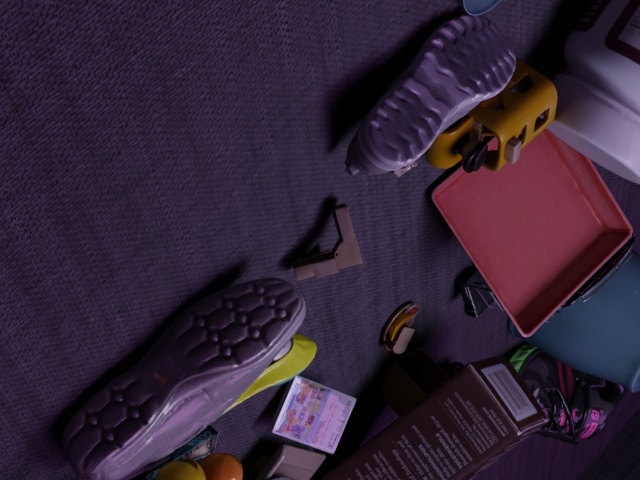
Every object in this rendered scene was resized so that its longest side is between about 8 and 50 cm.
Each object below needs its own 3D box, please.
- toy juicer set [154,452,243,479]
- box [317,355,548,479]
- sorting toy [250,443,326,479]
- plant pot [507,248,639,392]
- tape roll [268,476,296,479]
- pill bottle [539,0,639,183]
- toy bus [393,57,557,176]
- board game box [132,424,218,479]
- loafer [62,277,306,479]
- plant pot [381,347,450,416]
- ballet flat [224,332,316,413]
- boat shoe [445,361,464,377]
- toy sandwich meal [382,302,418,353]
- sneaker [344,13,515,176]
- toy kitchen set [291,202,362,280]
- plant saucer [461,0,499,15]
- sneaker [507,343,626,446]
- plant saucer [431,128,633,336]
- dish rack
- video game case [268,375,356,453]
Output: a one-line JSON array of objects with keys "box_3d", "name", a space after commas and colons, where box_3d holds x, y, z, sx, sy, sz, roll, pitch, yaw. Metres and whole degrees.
[{"box_3d": [-0.218, 0.330, 1.463, 0.329, 0.089, 0.209, -11, 159, -44], "name": "toy juicer set"}, {"box_3d": [0.157, 0.350, 2.032, 0.381, 0.143, 0.191, -39, 165, 19], "name": "box"}, {"box_3d": [-0.084, 0.373, 1.906, 0.347, 0.047, 0.196, -53, 158, 1], "name": "sorting toy"}, {"box_3d": [0.532, 0.138, 2.379, 0.272, 0.255, 0.271, -39, 152, -26], "name": "plant pot"}, {"box_3d": [-0.141, 0.510, 1.840, 0.392, 0.072, 0.392, -42, 156, -23], "name": "tape roll"}, {"box_3d": [0.477, -0.287, 1.761, 0.392, 0.224, 0.224, -56, 154, 4], "name": "pill bottle"}, {"box_3d": [0.219, -0.144, 1.671, 0.191, 0.104, 0.202, -3, 126, -57], "name": "toy bus"}, {"box_3d": [-0.198, 0.334, 1.683, 0.126, 0.026, 0.186, -28, 145, -40], "name": "board game box"}, {"box_3d": [-0.150, 0.159, 1.457, 0.319, 0.112, 0.111, -35, 156, -16], "name": "loafer"}, {"box_3d": [0.146, 0.238, 2.077, 0.081, 0.081, 0.083, -17, 148, -51], "name": "plant pot"}, {"box_3d": [-0.090, 0.152, 1.584, 0.231, 0.077, 0.077, -28, 129, -37], "name": "ballet flat"}, {"box_3d": [0.237, 0.249, 2.198, 0.083, 0.065, 0.183, -53, -170, -13], "name": "boat shoe"}, {"box_3d": [0.126, 0.134, 1.961, 0.085, 0.029, 0.085, -39, 151, -26], "name": "toy sandwich meal"}, {"box_3d": [0.121, -0.174, 1.520, 0.281, 0.105, 0.115, -40, -174, -33], "name": "sneaker"}, {"box_3d": [0.000, 0.000, 1.589, 0.083, 0.075, 0.068, -16, -169, -2], "name": "toy kitchen set"}, {"box_3d": [0.199, -0.321, 1.506, 0.119, 0.021, 0.119, -38, 150, -26], "name": "plant saucer"}, {"box_3d": [0.471, 0.313, 2.563, 0.483, 0.202, 0.185, -18, 138, -50], "name": "sneaker"}, {"box_3d": [0.299, -0.037, 1.856, 0.259, 0.258, 0.048, -40, -165, -22], "name": "plant saucer"}, {"box_3d": [0.357, 0.047, 1.998, 0.208, 0.271, 0.074, -42, 117, -22], "name": "dish rack"}, {"box_3d": [-0.010, 0.246, 1.816, 0.122, 0.011, 0.087, 26, 85, -38], "name": "video game case"}]
